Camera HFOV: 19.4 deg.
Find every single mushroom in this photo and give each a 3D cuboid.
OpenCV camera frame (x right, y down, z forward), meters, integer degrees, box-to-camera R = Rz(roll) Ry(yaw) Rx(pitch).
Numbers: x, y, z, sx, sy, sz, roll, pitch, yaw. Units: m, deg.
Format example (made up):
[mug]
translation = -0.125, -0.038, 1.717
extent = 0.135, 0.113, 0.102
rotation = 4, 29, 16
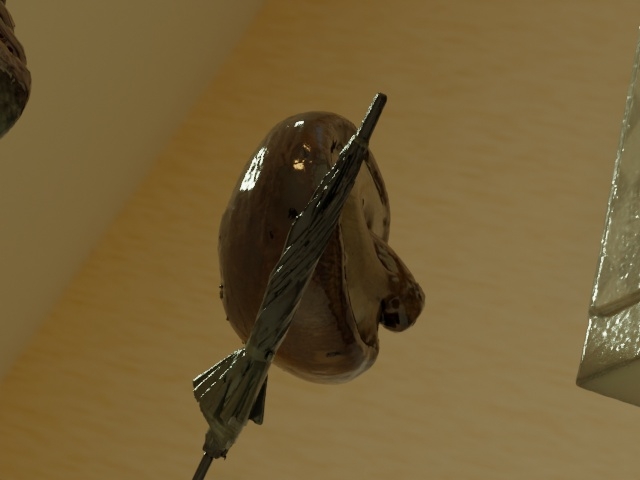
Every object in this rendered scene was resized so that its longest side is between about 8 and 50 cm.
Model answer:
[mushroom]
translation = -0.013, 0.005, 1.497
extent = 0.194, 0.138, 0.231
rotation = 57, -156, -23

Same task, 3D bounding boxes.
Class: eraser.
[eraser]
translation = 0.325, -0.056, 1.458
extent = 0.082, 0.213, 0.397
rotation = 38, -133, -24

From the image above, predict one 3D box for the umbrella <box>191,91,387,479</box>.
[umbrella]
translation = -0.027, 0.040, 0.981
extent = 0.044, 0.044, 0.269
rotation = -66, 2, -77

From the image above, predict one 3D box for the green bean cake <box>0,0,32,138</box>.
[green bean cake]
translation = -0.270, -0.095, 1.056
extent = 0.097, 0.198, 0.232
rotation = 49, -169, -36
